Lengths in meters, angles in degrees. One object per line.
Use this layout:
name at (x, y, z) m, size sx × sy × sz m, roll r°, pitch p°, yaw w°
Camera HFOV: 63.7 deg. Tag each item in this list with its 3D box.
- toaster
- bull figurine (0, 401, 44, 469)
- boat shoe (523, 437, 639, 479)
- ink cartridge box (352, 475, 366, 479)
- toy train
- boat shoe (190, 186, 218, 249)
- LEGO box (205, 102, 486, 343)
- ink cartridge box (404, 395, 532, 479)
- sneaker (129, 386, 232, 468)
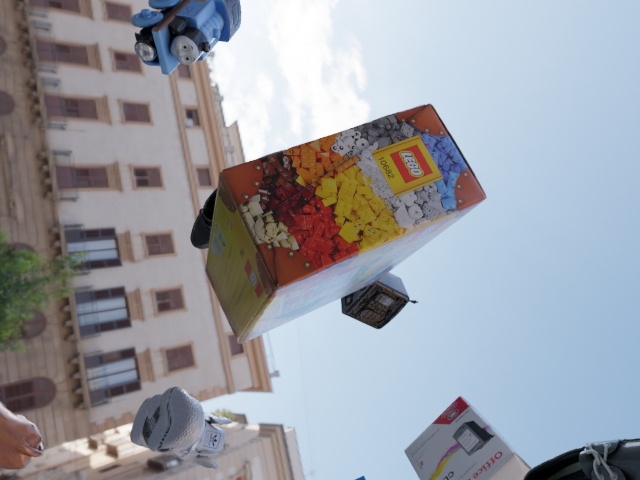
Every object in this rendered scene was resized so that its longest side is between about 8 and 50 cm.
toaster at (0.179, 0.183, 1.643) m, size 0.168 × 0.186 × 0.110 m, roll -50°, pitch -153°, yaw 26°
bull figurine at (-0.628, 0.305, 0.899) m, size 0.310 × 0.101 × 0.188 m, roll 37°, pitch -31°, yaw -7°
boat shoe at (0.463, 0.385, 0.839) m, size 0.319 × 0.099 × 0.116 m, roll -56°, pitch -171°, yaw 48°
ink cartridge box at (0.110, 0.630, 1.057) m, size 0.231 × 0.078 × 0.134 m, roll -118°, pitch -173°, yaw -54°
toy train at (-0.182, -0.301, 0.715) m, size 0.105 × 0.184 × 0.080 m, roll 10°, pitch -42°, yaw 11°
boat shoe at (-0.332, -0.093, 1.671) m, size 0.340 × 0.113 × 0.127 m, roll -40°, pitch -99°, yaw 21°
LEGO box at (0.000, 0.000, 0.973) m, size 0.193 × 0.373 × 0.500 m, roll 63°, pitch -21°, yaw 11°
ink cartridge box at (0.359, 0.548, 1.246) m, size 0.131 × 0.226 × 0.306 m, roll 47°, pitch -1°, yaw -8°
sneaker at (-0.292, 0.438, 1.191) m, size 0.366 × 0.210 × 0.137 m, roll -28°, pitch -138°, yaw 52°
